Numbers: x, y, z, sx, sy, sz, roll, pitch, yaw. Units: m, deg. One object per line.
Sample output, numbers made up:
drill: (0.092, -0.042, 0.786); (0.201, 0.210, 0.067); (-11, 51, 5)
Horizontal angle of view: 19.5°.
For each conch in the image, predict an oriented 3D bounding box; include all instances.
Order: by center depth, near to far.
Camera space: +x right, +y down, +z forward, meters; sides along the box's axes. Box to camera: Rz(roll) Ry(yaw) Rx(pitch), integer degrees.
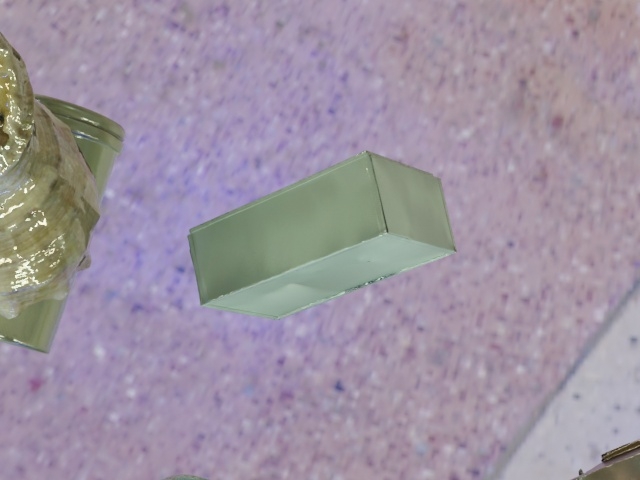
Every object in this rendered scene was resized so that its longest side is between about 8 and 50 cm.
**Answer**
conch: (-0.338, -0.068, 1.679); (0.263, 0.186, 0.324); (-11, 118, -17)

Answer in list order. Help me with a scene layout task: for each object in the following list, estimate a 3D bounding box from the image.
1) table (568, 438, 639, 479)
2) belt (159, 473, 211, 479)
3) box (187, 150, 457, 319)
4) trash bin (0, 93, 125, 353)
table: (0.226, 0.184, 1.315); (0.082, 0.070, 0.083); (-25, 84, 23)
belt: (-0.147, 0.317, 1.933); (0.163, 0.082, 0.148); (-5, 110, 30)
box: (0.000, 0.000, 1.823); (0.225, 0.129, 0.086); (-23, 69, 30)
trash bin: (-0.328, -0.024, 1.905); (0.243, 0.248, 0.121); (9, 171, 42)
